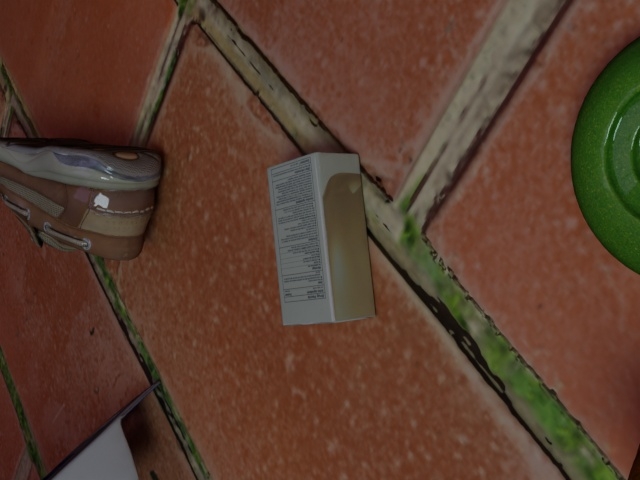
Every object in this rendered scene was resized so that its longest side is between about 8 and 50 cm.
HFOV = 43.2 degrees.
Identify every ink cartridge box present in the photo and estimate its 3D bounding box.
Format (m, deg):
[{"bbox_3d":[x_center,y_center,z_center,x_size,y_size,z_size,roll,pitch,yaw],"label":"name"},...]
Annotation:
[{"bbox_3d":[-0.282,0.282,0.721,0.069,0.371,0.176,47,134,-3],"label":"ink cartridge box"}]

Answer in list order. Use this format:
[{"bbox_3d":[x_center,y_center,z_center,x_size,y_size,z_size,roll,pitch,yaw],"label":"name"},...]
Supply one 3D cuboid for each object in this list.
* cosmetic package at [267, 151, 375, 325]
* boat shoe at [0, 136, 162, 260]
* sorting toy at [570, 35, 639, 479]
[{"bbox_3d":[0.000,0.000,0.563,0.060,0.041,0.115,-9,86,50],"label":"cosmetic package"},{"bbox_3d":[-0.277,-0.046,0.839,0.324,0.123,0.116,14,105,51],"label":"boat shoe"},{"bbox_3d":[0.136,-0.013,0.333,0.127,0.126,0.366,-17,80,50],"label":"sorting toy"}]
